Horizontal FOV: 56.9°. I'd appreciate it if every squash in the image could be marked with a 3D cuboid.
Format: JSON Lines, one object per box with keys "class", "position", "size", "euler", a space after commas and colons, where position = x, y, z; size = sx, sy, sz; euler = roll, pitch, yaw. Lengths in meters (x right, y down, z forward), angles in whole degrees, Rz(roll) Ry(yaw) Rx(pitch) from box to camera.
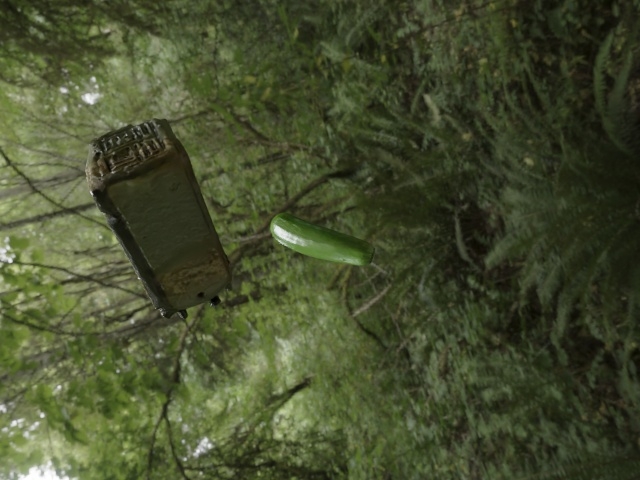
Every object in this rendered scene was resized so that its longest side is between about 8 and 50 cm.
{"class": "squash", "position": [-0.001, 0.000, 0.423], "size": [0.089, 0.027, 0.027], "euler": [19, 138, 35]}

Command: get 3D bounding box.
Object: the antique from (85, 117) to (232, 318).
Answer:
{"class": "antique", "position": [-0.215, -0.014, 0.830], "size": [0.150, 0.125, 0.284], "euler": [52, 162, 50]}
